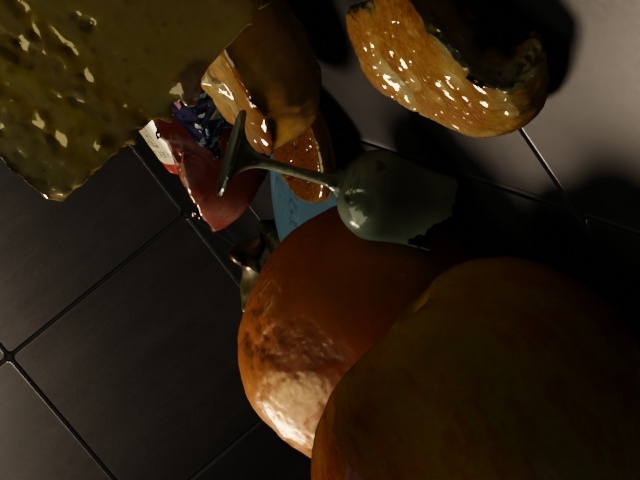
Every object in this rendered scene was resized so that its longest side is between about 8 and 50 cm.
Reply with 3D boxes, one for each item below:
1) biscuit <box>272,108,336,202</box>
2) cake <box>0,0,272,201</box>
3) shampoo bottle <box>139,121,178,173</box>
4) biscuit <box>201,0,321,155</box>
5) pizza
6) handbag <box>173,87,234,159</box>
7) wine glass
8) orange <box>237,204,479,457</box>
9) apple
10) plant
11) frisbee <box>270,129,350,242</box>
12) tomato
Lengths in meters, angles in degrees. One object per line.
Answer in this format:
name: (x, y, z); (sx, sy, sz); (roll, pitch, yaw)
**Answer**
biscuit: (-0.029, -0.120, 1.673); (0.175, 0.026, 0.124); (62, 155, 17)
cake: (-0.155, -0.218, 1.203); (0.227, 0.286, 0.222); (44, -159, -17)
shampoo bottle: (-0.195, -0.165, 2.244); (0.104, 0.104, 0.278); (40, 168, 52)
biscuit: (-0.096, -0.217, 1.478); (0.296, 0.102, 0.296); (55, 173, 10)
pizza: (0.082, -0.122, 1.090); (0.134, 0.056, 0.271); (49, 173, -4)
handbag: (-0.146, -0.205, 1.776); (0.162, 0.113, 0.260); (41, 168, 27)
wine glass: (0.015, -0.048, 1.396); (0.195, 0.079, 0.079); (15, 177, -9)
orange: (0.055, 0.089, 1.517); (0.261, 0.261, 0.261); (49, 172, 9)
apple: (0.126, 0.156, 1.275); (0.301, 0.301, 0.301); (49, 172, 9)
plant: (-0.049, 0.023, 2.112); (0.333, 0.180, 0.251); (44, 160, 60)
frisbee: (-0.004, 0.002, 1.774); (0.289, 0.049, 0.289); (162, 90, -73)
tomato: (-0.127, -0.129, 1.993); (0.228, 0.112, 0.199); (-107, -8, -56)
